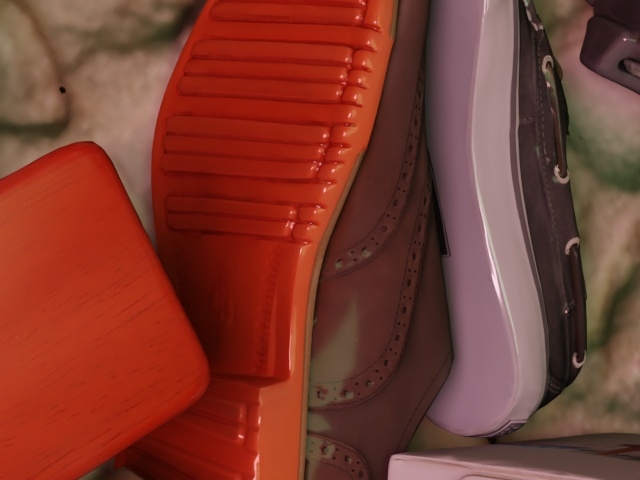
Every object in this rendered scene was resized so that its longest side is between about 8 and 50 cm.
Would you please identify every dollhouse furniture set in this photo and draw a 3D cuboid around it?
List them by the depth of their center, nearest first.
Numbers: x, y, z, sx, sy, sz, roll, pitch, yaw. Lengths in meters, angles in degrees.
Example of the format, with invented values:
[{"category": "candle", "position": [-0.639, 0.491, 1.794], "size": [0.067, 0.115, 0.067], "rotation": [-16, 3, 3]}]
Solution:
[{"category": "dollhouse furniture set", "position": [-0.147, 0.067, 0.446], "size": [0.259, 0.135, 0.262], "rotation": [-32, 105, -23]}]

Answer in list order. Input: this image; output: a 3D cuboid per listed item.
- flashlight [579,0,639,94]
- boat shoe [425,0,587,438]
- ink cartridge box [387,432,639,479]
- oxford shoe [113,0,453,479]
[{"category": "flashlight", "position": [0.257, -0.071, 0.770], "size": [0.304, 0.103, 0.103], "rotation": [24, 52, -28]}, {"category": "boat shoe", "position": [0.062, -0.043, 0.671], "size": [0.076, 0.080, 0.228], "rotation": [-15, 96, -47]}, {"category": "ink cartridge box", "position": [0.117, 0.140, 0.640], "size": [0.176, 0.127, 0.128], "rotation": [3, 90, -54]}, {"category": "oxford shoe", "position": [0.000, 0.000, 0.631], "size": [0.098, 0.097, 0.271], "rotation": [12, 92, -44]}]
